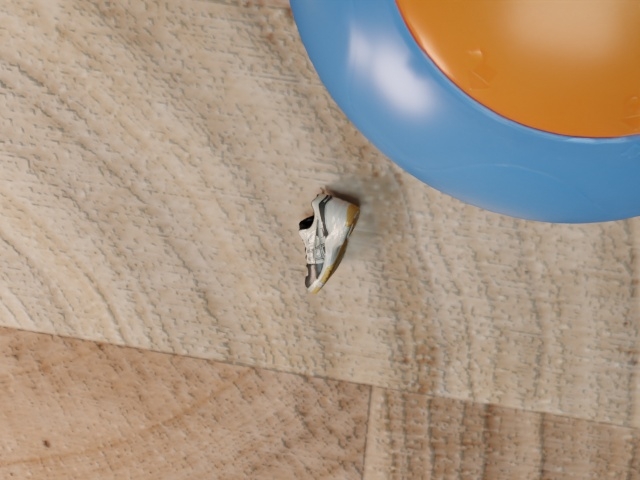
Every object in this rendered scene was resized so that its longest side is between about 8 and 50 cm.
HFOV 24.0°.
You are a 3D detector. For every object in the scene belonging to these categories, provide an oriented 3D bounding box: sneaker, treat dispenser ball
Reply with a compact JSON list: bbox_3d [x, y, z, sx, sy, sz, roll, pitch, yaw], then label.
[{"bbox_3d":[0.000,0.000,1.065,0.037,0.032,0.083,27,127,8],"label":"sneaker"},{"bbox_3d":[0.124,-0.152,0.730,0.288,0.288,0.288,7,131,8],"label":"treat dispenser ball"}]
